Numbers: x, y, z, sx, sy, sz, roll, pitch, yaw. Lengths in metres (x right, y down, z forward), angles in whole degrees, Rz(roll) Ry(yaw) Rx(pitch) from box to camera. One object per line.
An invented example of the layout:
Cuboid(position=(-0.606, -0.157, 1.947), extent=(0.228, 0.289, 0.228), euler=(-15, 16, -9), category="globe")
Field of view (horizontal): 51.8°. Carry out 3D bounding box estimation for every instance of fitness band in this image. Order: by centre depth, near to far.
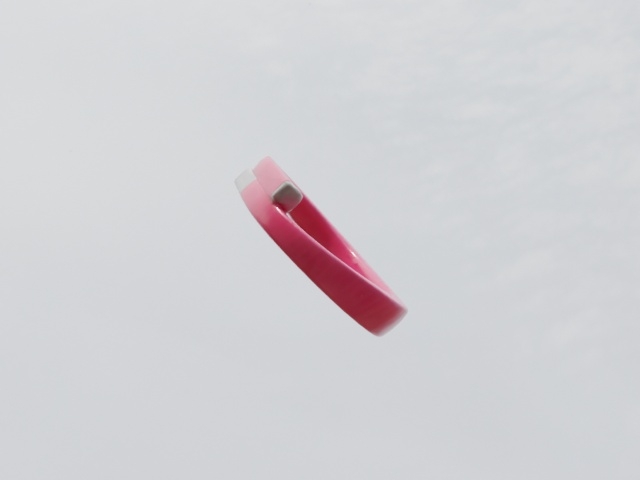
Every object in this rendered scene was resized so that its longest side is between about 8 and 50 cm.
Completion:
Cuboid(position=(0.000, 0.000, 0.743), extent=(0.054, 0.291, 0.209), euler=(-44, -67, 4), category="fitness band")
